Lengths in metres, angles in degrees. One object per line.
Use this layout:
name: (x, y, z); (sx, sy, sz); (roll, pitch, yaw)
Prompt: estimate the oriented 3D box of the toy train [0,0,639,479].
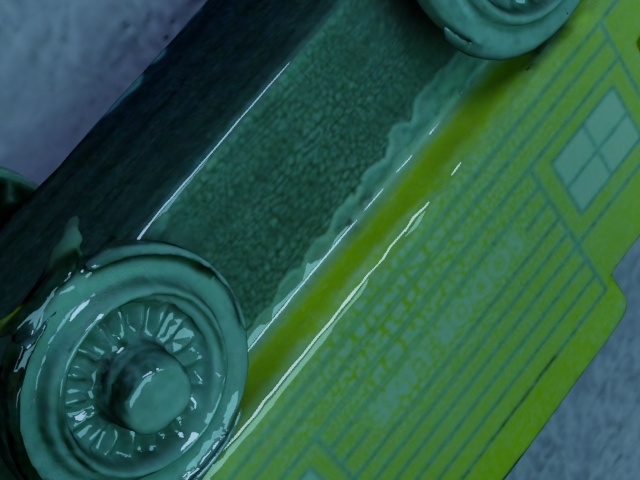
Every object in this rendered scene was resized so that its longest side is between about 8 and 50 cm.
toy train: (0.000, 0.000, 0.700); (0.442, 0.179, 0.272); (-50, 130, -15)
